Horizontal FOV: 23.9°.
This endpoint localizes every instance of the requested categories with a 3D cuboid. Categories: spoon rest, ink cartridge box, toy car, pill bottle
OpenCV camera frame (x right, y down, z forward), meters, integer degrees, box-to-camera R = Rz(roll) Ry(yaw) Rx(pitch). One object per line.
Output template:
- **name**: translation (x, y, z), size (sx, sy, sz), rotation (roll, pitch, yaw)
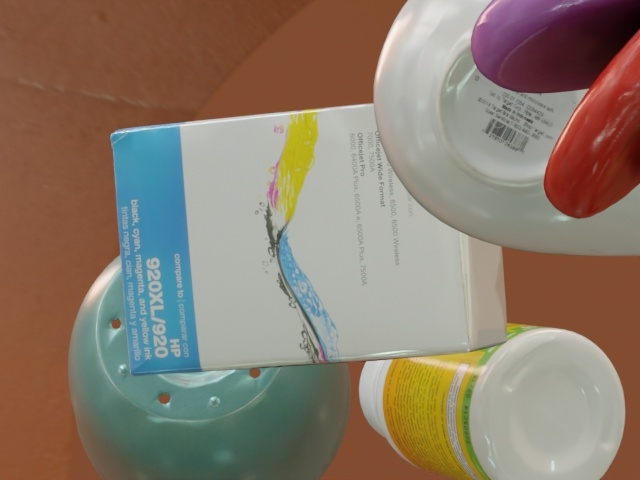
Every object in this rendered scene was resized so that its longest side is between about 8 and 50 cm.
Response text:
- **spoon rest**: translation (0.149, -0.027, 0.677), size (0.276, 0.084, 0.137), rotation (34, 105, 12)
- **ink cartridge box**: translation (0.000, 0.000, 1.043), size (0.233, 0.171, 0.168), rotation (-5, 88, 14)
- **toy car**: translation (0.118, -0.071, 0.480), size (0.136, 0.159, 0.182), rotation (-25, 73, 10)
- **pill bottle**: translation (0.130, 0.135, 1.267), size (0.136, 0.246, 0.136), rotation (0, 90, -25)

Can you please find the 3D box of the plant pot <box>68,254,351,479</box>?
- **plant pot**: translation (-0.116, 0.119, 1.489), size (0.293, 0.235, 0.293), rotation (0, 69, 1)
